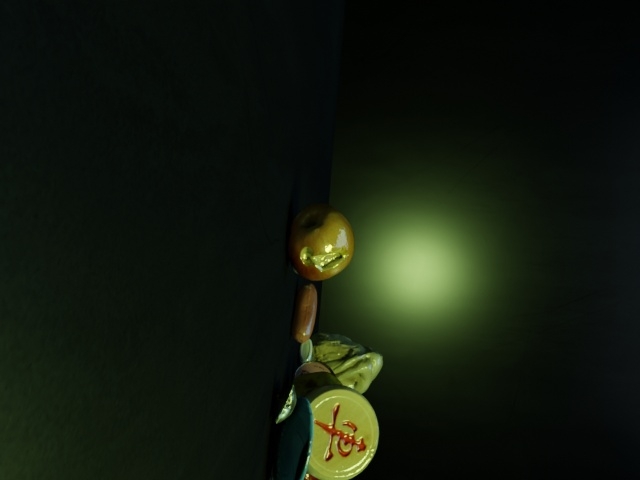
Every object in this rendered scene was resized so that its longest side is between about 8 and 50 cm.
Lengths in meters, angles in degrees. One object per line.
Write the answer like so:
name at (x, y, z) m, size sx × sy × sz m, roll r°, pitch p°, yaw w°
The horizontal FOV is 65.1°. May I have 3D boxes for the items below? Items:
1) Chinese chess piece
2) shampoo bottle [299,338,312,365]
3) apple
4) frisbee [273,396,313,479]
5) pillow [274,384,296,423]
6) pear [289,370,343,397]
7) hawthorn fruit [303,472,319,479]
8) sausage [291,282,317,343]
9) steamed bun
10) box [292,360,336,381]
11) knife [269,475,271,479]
Chinese chess piece at (0.039, 0.522, 1.366) m, size 0.097 × 0.251 × 0.251 m, roll 137°, pitch -38°, yaw -66°
shampoo bottle at (-0.056, 0.470, 1.966) m, size 0.221 × 0.051 × 0.108 m, roll 90°, pitch 3°, yaw -55°
apple at (0.000, 0.000, 1.251) m, size 0.199 × 0.199 × 0.199 m, roll 5°, pitch 90°, yaw -87°
frisbee at (-0.081, 0.511, 1.252) m, size 0.242 × 0.045 × 0.242 m, roll -164°, pitch -90°, yaw -73°
pillow at (-0.087, 0.404, 1.240) m, size 0.136 × 0.055 × 0.091 m, roll 94°, pitch -5°, yaw -71°
pear at (-0.010, 0.505, 1.519) m, size 0.197 × 0.197 × 0.197 m, roll 5°, pitch 90°, yaw -87°
hawthorn fruit at (-0.049, 0.666, 1.464) m, size 0.202 × 0.185 × 0.185 m, roll -117°, pitch -154°, yaw -58°
sausage at (-0.048, 0.221, 1.546) m, size 0.077 × 0.077 × 0.194 m, roll 89°, pitch 6°, yaw -61°
steamed bun at (0.089, 0.528, 2.129) m, size 0.325 × 0.372 × 0.230 m, roll 17°, pitch 87°, yaw -56°
box at (-0.028, 0.512, 1.728) m, size 0.135 × 0.151 × 0.151 m, roll 103°, pitch -4°, yaw -48°
knife at (-0.121, 0.616, 1.213) m, size 0.331 × 0.044 × 0.080 m, roll 106°, pitch -20°, yaw -74°
